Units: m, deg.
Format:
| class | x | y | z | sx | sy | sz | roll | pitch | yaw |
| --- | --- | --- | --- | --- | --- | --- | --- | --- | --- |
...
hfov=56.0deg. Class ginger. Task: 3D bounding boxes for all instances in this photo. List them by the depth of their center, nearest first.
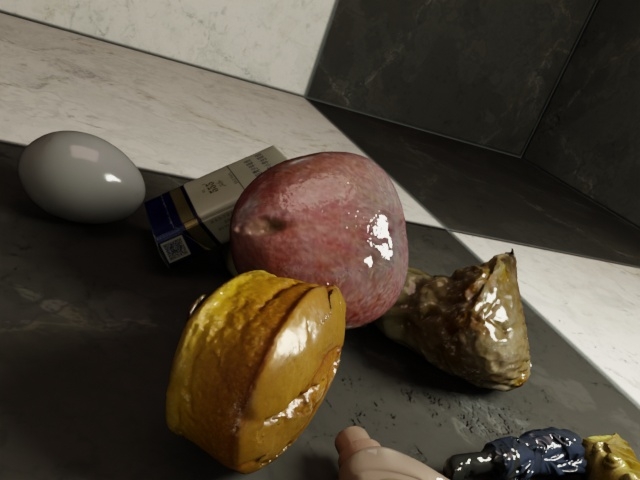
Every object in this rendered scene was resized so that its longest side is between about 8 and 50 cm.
| class | x | y | z | sx | sy | sz | roll | pitch | yaw |
| --- | --- | --- | --- | --- | --- | --- | --- | --- | --- |
| ginger | 0.391 | 0.320 | 0.771 | 0.115 | 0.081 | 0.205 | 24 | 19 | -24 |

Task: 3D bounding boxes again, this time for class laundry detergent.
| class | x | y | z | sx | sy | sz | roll | pitch | yaw |
| --- | --- | --- | --- | --- | --- | --- | --- | --- | --- |
| laundry detergent | 0.109 | 0.289 | 0.613 | 0.171 | 0.076 | 0.237 | 11 | 22 | -25 |

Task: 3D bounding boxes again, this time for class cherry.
| class | x | y | z | sx | sy | sz | roll | pitch | yaw |
| --- | --- | --- | --- | --- | --- | --- | --- | --- | --- |
| cherry | 0.000 | 0.000 | 0.867 | 0.307 | 0.261 | 0.221 | 3 | -13 | -38 |

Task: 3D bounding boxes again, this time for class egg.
| class | x | y | z | sx | sy | sz | roll | pitch | yaw |
| --- | --- | --- | --- | --- | --- | --- | --- | --- | --- |
| egg | -0.388 | -0.101 | 0.988 | 0.199 | 0.146 | 0.146 | 22 | 20 | -18 |

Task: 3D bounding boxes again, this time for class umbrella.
| class | x | y | z | sx | sy | sz | roll | pitch | yaw |
| --- | --- | --- | --- | --- | --- | --- | --- | --- | --- |
| umbrella | 0.253 | 0.276 | 0.775 | 0.248 | 0.071 | 0.071 | 9 | 24 | -30 |

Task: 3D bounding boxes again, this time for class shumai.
| class | x | y | z | sx | sy | sz | roll | pitch | yaw |
| --- | --- | --- | --- | --- | --- | --- | --- | --- | --- |
| shumai | 0.195 | 0.134 | 1.003 | 0.283 | 0.217 | 0.346 | -7 | 4 | 16 |

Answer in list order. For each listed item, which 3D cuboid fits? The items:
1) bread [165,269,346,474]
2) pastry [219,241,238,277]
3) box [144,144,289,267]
| class | x | y | z | sx | sy | sz | roll | pitch | yaw |
| --- | --- | --- | --- | --- | --- | --- | --- | --- | --- |
| bread | -0.057 | 0.134 | 0.670 | 0.143 | 0.195 | 0.270 | 17 | 13 | 13 |
| pastry | -0.075 | 0.020 | 1.053 | 0.182 | 0.093 | 0.192 | 30 | 24 | 19 |
| box | -0.161 | -0.063 | 1.012 | 0.259 | 0.071 | 0.168 | -26 | 31 | -8 |
